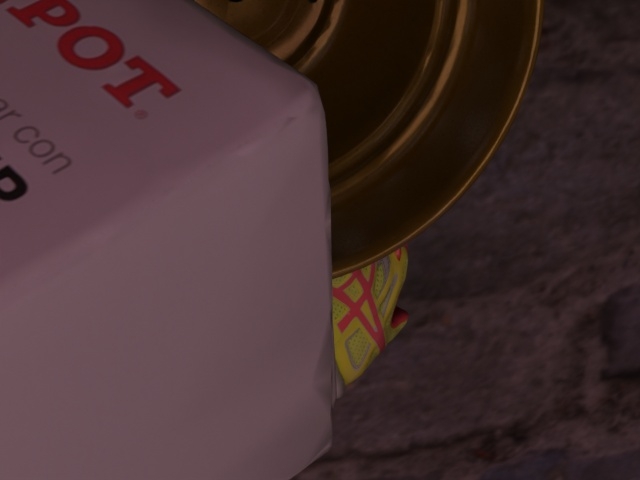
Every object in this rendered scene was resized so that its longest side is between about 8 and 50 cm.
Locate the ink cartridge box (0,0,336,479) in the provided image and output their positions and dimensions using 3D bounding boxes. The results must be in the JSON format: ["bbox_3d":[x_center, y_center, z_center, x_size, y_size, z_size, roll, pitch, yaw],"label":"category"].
[{"bbox_3d":[-0.230,0.034,0.541,0.395,0.285,0.166,-33,143,-28],"label":"ink cartridge box"}]

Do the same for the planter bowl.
[{"bbox_3d":[-0.020,-0.095,0.768,0.217,0.090,0.217,-13,119,-23],"label":"planter bowl"}]

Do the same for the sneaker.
[{"bbox_3d":[0.000,0.000,0.914,0.094,0.081,0.208,-33,148,-16],"label":"sneaker"}]
